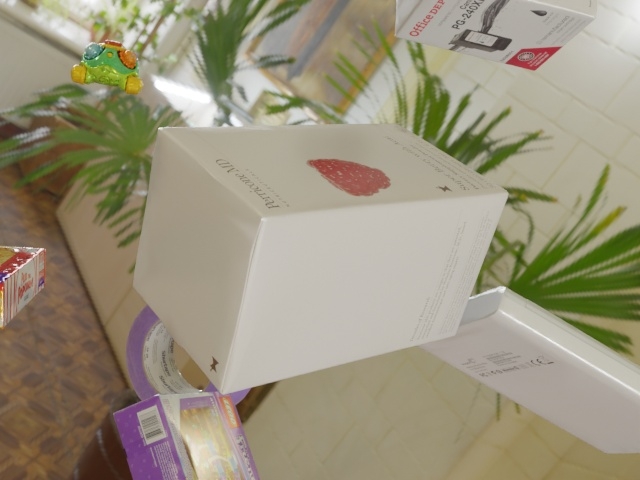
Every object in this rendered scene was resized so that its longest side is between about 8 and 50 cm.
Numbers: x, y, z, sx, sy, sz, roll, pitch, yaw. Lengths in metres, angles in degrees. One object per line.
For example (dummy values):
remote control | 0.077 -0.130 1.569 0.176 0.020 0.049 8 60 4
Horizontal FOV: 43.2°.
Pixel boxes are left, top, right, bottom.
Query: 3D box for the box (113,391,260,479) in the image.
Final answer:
box | -0.104 0.303 0.836 0.201 0.057 0.293 34 34 -73

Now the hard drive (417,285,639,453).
hard drive | 0.276 0.160 0.932 0.308 0.040 0.203 30 -24 -12

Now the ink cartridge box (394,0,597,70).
ink cartridge box | 0.153 -0.217 0.730 0.151 0.063 0.109 9 -16 -13

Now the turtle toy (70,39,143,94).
turtle toy | -0.292 -0.245 1.129 0.095 0.066 0.130 10 10 -12

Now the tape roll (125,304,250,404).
tape roll | -0.190 0.170 1.205 0.189 0.189 0.080 41 17 19

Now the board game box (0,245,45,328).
board game box | -0.373 0.037 0.754 0.194 0.045 0.147 3 11 -6

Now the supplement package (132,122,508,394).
supplement package | 0.000 0.000 0.773 0.293 0.175 0.177 -8 35 -39
